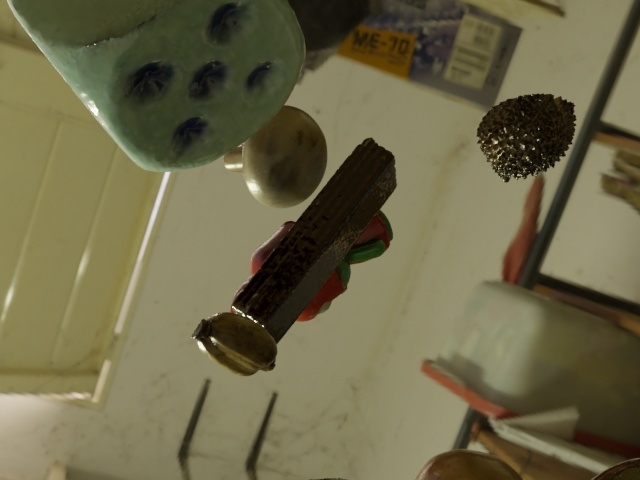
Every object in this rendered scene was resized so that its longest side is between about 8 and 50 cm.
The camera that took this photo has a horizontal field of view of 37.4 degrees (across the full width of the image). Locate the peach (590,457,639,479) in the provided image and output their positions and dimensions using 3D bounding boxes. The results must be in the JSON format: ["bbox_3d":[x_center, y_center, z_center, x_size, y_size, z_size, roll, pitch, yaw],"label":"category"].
[{"bbox_3d":[0.464,0.420,1.266,0.253,0.252,0.252,19,-171,-3],"label":"peach"}]

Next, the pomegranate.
[{"bbox_3d":[0.209,0.382,1.293,0.191,0.191,0.191,19,-171,-3],"label":"pomegranate"}]

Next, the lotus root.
[{"bbox_3d":[-0.098,0.127,1.156,0.152,0.072,0.063,40,-161,-44],"label":"lotus root"}]

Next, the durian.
[{"bbox_3d":[0.319,-0.142,1.462,0.149,0.188,0.091,4,-125,-12],"label":"durian"}]

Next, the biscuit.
[{"bbox_3d":[0.000,0.000,1.559,0.073,0.388,0.107,29,158,20],"label":"biscuit"}]

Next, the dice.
[{"bbox_3d":[-0.198,-0.266,1.165,0.268,0.265,0.262,49,175,32],"label":"dice"}]

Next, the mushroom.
[{"bbox_3d":[-0.099,-0.168,1.894,0.215,0.207,0.207,5,179,37],"label":"mushroom"}]

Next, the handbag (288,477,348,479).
[{"bbox_3d":[-0.076,0.568,2.012,0.276,0.084,0.260,-8,175,8],"label":"handbag"}]

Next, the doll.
[{"bbox_3d":[-0.037,0.054,1.713,0.183,0.363,0.160,37,164,47],"label":"doll"}]
